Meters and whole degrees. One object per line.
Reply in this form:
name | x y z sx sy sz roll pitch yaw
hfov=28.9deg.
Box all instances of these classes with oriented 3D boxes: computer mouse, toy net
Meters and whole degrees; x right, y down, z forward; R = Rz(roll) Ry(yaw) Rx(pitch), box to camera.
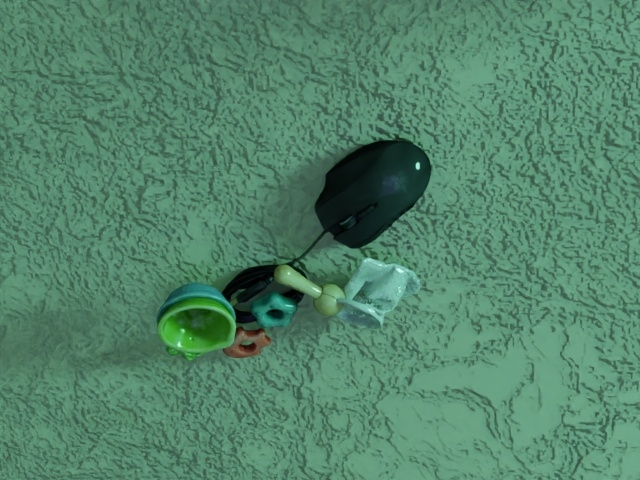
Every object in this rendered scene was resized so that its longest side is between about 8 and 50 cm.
computer mouse | 0.000 0.000 1.078 0.071 0.041 0.242 40 114 -16
toy net | -0.025 0.072 1.094 0.232 0.045 0.122 -5 137 -3
